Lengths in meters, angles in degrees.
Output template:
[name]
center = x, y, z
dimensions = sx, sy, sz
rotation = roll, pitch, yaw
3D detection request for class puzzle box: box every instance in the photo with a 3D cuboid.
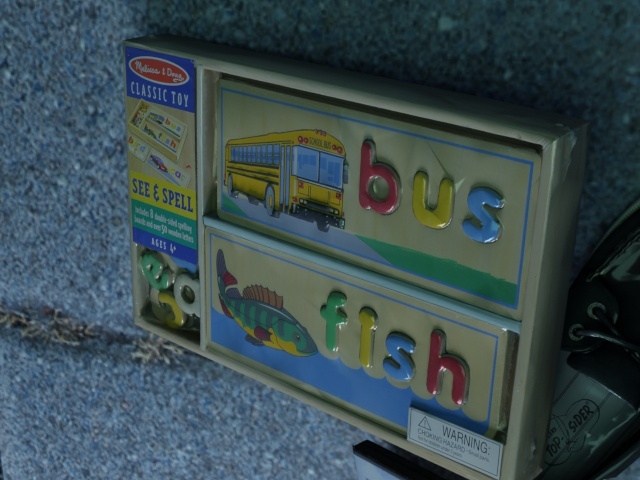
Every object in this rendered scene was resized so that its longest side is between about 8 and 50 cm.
[puzzle box]
center = 0.000, 0.000, 0.787
dimensions = 0.409, 0.052, 0.272
rotation = 18, 116, 36

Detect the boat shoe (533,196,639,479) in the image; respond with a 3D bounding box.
[boat shoe]
center = 0.214, 0.099, 0.749
dimensions = 0.127, 0.113, 0.340
rotation = 38, 121, 7

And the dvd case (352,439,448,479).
[dvd case]
center = 0.107, 0.311, 0.862
dimensions = 0.180, 0.022, 0.253
rotation = 14, 120, 56
